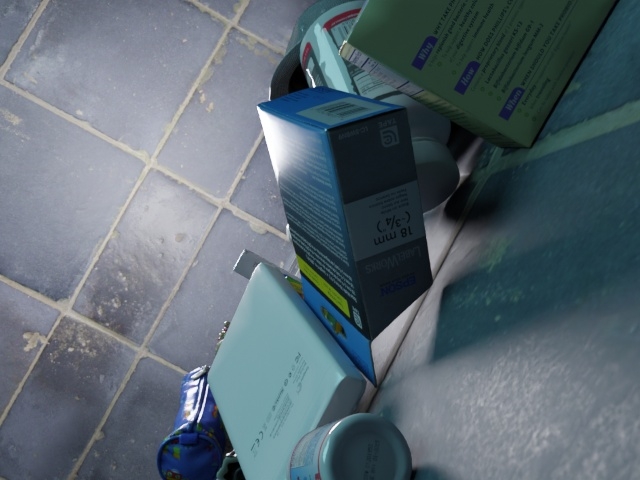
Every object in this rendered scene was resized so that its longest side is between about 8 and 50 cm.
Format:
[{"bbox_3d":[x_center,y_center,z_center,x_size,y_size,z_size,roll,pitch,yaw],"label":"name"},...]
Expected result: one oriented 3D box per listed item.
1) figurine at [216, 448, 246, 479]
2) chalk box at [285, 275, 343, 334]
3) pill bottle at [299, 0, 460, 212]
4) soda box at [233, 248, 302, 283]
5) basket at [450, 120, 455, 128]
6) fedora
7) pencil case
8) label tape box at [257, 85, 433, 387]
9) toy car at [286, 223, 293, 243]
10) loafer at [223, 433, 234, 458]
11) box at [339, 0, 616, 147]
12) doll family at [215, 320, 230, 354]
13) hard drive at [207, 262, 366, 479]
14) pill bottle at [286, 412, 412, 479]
[{"bbox_3d":[-0.138,0.418,1.135,0.214,0.092,0.209,-61,-2,11],"label":"figurine"},{"bbox_3d":[-0.042,0.165,1.199,0.132,0.132,0.213,-59,8,23],"label":"chalk box"},{"bbox_3d":[0.091,-0.197,0.997,0.176,0.176,0.318,-55,44,46],"label":"pill bottle"},{"bbox_3d":[-0.140,0.106,1.882,0.073,0.216,0.069,-61,5,-6],"label":"soda box"},{"bbox_3d":[0.188,-0.254,1.155,0.227,0.154,0.204,-49,1,45],"label":"basket"},{"bbox_3d":[0.022,-0.339,1.182,0.275,0.244,0.124,-37,59,33],"label":"fedora"},{"bbox_3d":[-0.237,0.355,1.297,0.306,0.120,0.133,-99,4,-75],"label":"pencil case"},{"bbox_3d":[0.036,-0.017,0.858,0.241,0.106,0.333,-141,35,-61],"label":"label tape box"},{"bbox_3d":[0.000,0.000,1.678,0.182,0.159,0.136,164,100,-81],"label":"toy car"},{"bbox_3d":[-0.218,0.471,1.468,0.092,0.102,0.268,-64,-3,-10],"label":"loafer"},{"bbox_3d":[0.179,-0.258,0.768,0.213,0.243,0.117,-61,6,6],"label":"box"},{"bbox_3d":[-0.121,0.255,1.326,0.163,0.118,0.263,-46,-33,-25],"label":"doll family"},{"bbox_3d":[-0.068,0.205,0.954,0.233,0.047,0.353,-65,29,11],"label":"hard drive"},{"bbox_3d":[0.018,0.222,0.640,0.087,0.087,0.160,-64,6,-28],"label":"pill bottle"}]
